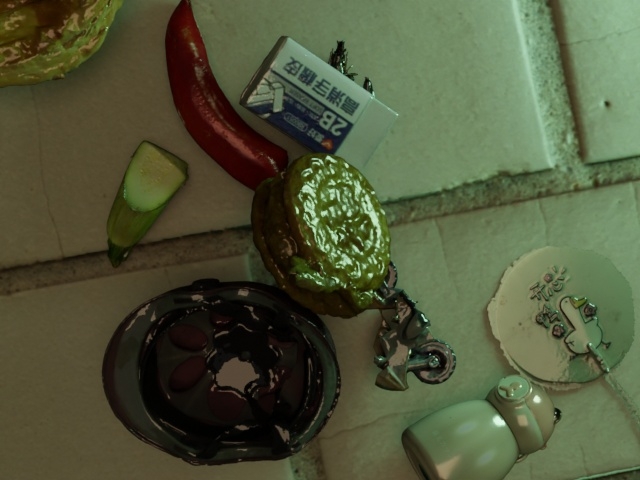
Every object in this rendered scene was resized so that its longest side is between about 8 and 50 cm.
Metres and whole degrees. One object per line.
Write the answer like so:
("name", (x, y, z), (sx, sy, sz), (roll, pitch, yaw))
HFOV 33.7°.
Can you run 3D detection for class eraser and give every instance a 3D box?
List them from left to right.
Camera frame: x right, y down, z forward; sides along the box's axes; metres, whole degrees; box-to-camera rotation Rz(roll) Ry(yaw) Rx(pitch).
("eraser", (-0.002, -0.199, 1.590), (0.210, 0.068, 0.124), (33, 92, -17))

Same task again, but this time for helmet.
("helmet", (-0.133, 0.181, 1.571), (0.338, 0.197, 0.271), (1, 100, 5))

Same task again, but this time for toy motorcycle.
("toy motorcycle", (0.105, 0.137, 1.632), (0.130, 0.094, 0.229), (-34, 83, 4))

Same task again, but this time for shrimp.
("shrimp", (0.044, -0.231, 1.647), (0.091, 0.034, 0.161), (0, 99, -13))

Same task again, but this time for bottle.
("bottle", (0.257, 0.300, 1.621), (0.236, 0.147, 0.147), (-30, 93, -8))

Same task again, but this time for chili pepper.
("chili pepper", (-0.141, -0.197, 1.613), (0.137, 0.092, 0.368), (-38, 97, -16))

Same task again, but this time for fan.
("fan", (0.442, 0.189, 1.683), (0.233, 0.012, 0.414), (-38, 92, 0))

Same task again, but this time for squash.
("squash", (-0.280, -0.048, 1.617), (0.090, 0.075, 0.200), (26, 93, -29))

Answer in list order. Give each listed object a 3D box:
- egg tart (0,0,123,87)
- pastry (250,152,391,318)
("egg tart", (-0.462, -0.380, 1.562), (0.352, 0.150, 0.352), (0, 87, -6))
("pastry", (0.000, 0.000, 1.538), (0.132, 0.240, 0.235), (-24, 60, 37))
